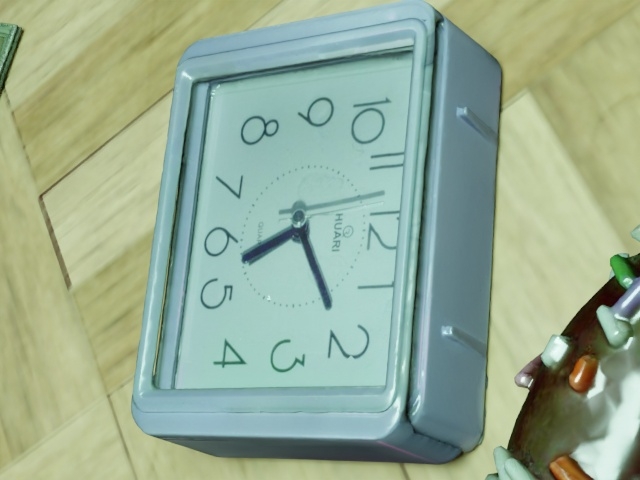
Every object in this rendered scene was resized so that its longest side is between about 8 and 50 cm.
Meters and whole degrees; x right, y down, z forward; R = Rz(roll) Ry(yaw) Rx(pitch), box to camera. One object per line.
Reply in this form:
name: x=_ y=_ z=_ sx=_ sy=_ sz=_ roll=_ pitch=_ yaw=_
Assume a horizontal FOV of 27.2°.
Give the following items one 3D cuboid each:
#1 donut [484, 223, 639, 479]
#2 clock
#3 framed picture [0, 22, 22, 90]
donut: x=0.174 y=0.100 z=0.432 sx=0.270 sy=0.103 sz=0.269 roll=-12 pitch=66 yaw=29
clock: x=0.001 y=0.000 z=0.595 sx=0.145 sy=0.073 sz=0.193 roll=-5 pitch=71 yaw=32
framed picture: x=-0.295 y=-0.069 z=0.848 sx=0.231 sy=0.010 sz=0.173 roll=11 pitch=80 yaw=35
